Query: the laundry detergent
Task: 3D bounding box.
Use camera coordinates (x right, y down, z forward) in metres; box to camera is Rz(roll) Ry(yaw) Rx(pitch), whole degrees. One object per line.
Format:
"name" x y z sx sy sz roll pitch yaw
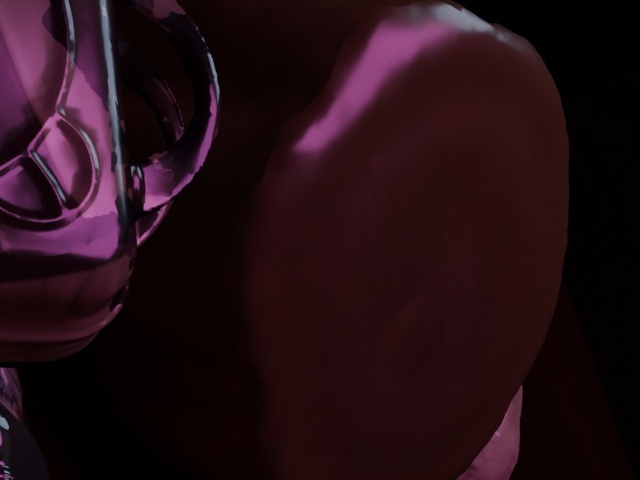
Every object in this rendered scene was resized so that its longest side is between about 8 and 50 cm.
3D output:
"laundry detergent" -0.214 0.126 1.101 0.222 0.078 0.144 55 -9 50

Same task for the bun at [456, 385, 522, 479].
"bun" 0.095 0.191 1.805 0.168 0.273 0.273 18 39 -27

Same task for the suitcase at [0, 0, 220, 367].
"suitcase" -0.231 -0.085 1.059 0.339 0.194 0.351 4 64 -28

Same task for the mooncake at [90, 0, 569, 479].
"mooncake" 0.000 0.000 1.464 0.467 0.262 0.467 -23 120 -48
